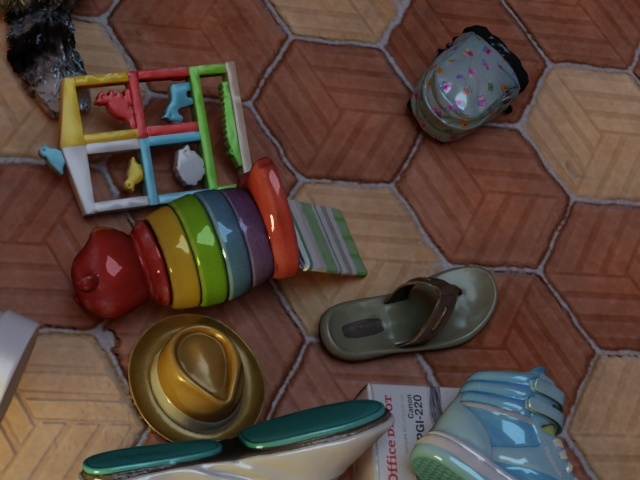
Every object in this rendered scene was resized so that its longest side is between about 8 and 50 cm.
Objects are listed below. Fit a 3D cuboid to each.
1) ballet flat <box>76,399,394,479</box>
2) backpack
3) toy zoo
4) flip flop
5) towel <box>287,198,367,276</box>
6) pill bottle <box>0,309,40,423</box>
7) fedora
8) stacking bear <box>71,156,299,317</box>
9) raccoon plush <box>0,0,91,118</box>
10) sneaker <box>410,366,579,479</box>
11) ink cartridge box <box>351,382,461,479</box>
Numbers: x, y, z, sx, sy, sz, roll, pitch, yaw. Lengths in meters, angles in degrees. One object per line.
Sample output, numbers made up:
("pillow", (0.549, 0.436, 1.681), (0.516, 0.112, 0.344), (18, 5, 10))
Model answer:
("ballet flat", (-0.098, 0.296, 1.729), (0.400, 0.139, 0.139), (-11, 66, -13))
("backpack", (0.218, -0.236, 2.128), (0.152, 0.115, 0.182), (44, 61, 6))
("toy zoo", (-0.245, -0.141, 1.939), (0.293, 0.030, 0.192), (-8, 87, -22))
("flip flop", (0.130, 0.097, 1.937), (0.277, 0.080, 0.112), (-11, 66, -22))
("towel", (0.000, 0.000, 1.941), (0.152, 0.023, 0.113), (11, 53, -55))
("pill bottle", (-0.533, 0.106, 1.646), (0.363, 0.210, 0.210), (23, 58, -5))
("fedora", (-0.153, 0.172, 1.807), (0.194, 0.079, 0.194), (8, 61, -14))
("stacking bear", (-0.188, 0.016, 1.842), (0.289, 0.175, 0.164), (-18, 87, -16))
("raccoon plush", (-0.366, -0.435, 1.942), (0.216, 0.299, 0.446), (-23, 72, -27))
("sneaker", (0.292, 0.279, 1.758), (0.319, 0.127, 0.208), (34, 60, 0))
("ink cartridge box", (0.155, 0.278, 1.840), (0.218, 0.092, 0.158), (3, 62, -14))
